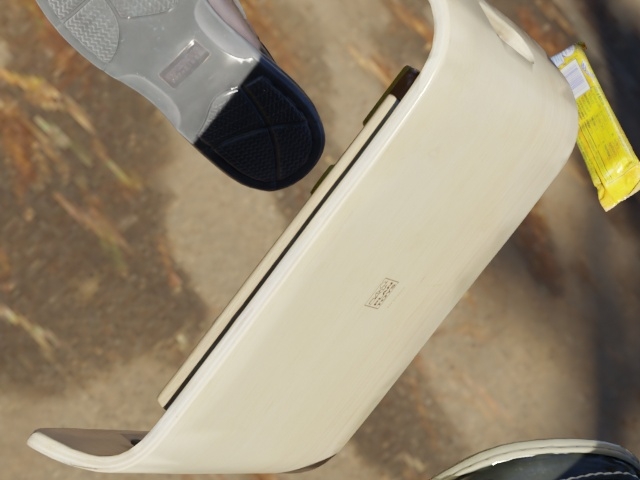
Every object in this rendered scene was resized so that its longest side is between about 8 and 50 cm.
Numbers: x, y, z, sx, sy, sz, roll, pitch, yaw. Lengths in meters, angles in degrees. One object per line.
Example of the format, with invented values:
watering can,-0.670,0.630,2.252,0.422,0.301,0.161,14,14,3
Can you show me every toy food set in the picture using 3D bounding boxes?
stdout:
toy food set,0.000,0.000,0.852,0.092,0.306,0.220,40,9,24

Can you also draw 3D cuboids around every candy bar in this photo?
candy bar,0.192,-0.086,1.143,0.018,0.040,0.161,38,25,-38

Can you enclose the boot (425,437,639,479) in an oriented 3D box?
boot,0.080,0.194,0.818,0.178,0.236,0.085,-117,-165,-61

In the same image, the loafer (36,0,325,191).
loafer,-0.112,-0.159,1.114,0.302,0.109,0.095,49,11,-26
